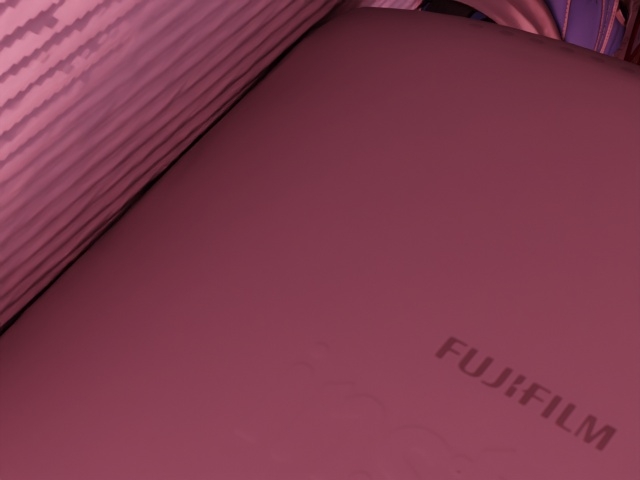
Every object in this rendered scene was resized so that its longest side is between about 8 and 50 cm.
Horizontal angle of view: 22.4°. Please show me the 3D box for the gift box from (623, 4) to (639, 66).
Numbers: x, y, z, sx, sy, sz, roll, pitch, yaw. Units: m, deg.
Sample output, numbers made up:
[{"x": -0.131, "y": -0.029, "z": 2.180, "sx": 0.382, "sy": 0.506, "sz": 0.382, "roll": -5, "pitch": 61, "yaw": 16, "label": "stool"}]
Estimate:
[{"x": 0.250, "y": -0.093, "z": 0.534, "sx": 0.255, "sy": 0.258, "sz": 0.276, "roll": -4, "pitch": 110, "yaw": -85, "label": "gift box"}]

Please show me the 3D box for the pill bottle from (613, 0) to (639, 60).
[{"x": 0.174, "y": -0.065, "z": 0.792, "sx": 0.131, "sy": 0.131, "sz": 0.229, "roll": -50, "pitch": -152, "yaw": -6, "label": "pill bottle"}]

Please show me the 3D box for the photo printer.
[{"x": 0.039, "y": 0.077, "z": 0.394, "sx": 0.307, "sy": 0.256, "sz": 0.107, "roll": -47, "pitch": 154, "yaw": -30, "label": "photo printer"}]

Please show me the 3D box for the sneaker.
[{"x": 0.095, "y": -0.085, "z": 0.678, "sx": 0.081, "sy": 0.080, "sz": 0.211, "roll": -47, "pitch": 176, "yaw": 1, "label": "sneaker"}]
